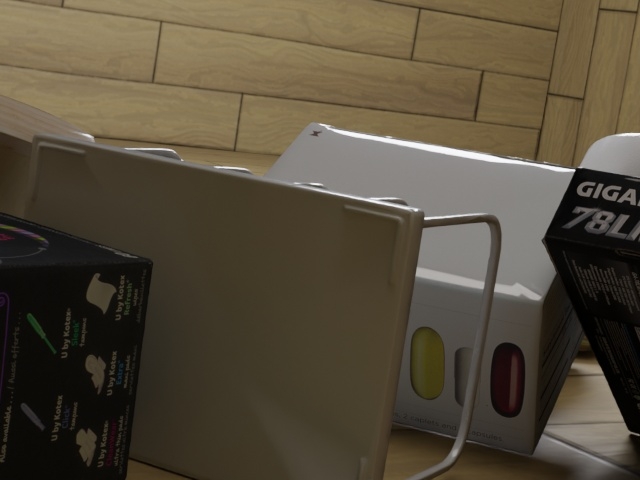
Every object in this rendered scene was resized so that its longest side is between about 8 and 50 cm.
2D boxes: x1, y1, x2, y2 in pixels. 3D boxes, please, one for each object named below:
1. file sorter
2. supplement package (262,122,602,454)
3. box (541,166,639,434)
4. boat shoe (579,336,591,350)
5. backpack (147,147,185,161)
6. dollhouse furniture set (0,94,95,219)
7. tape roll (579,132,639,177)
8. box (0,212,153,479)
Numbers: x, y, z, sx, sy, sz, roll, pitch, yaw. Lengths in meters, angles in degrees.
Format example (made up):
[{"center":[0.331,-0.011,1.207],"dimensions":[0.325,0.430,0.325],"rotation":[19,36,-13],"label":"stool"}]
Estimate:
[{"center":[-0.043,0.047,0.939],"dimensions":[0.278,0.193,0.173],"rotation":[13,8,26],"label":"file sorter"},{"center":[0.075,0.029,1.126],"dimensions":[0.262,0.145,0.204],"rotation":[11,34,20],"label":"supplement package"},{"center":[0.335,0.081,0.995],"dimensions":[0.293,0.073,0.295],"rotation":[11,-29,33],"label":"box"},{"center":[0.276,0.097,1.526],"dimensions":[0.056,0.048,0.153],"rotation":[21,14,0],"label":"boat shoe"},{"center":[-0.114,0.017,1.260],"dimensions":[0.173,0.158,0.117],"rotation":[20,-14,-16],"label":"backpack"},{"center":[-0.342,-0.098,1.070],"dimensions":[0.286,0.198,0.303],"rotation":[19,27,-34],"label":"dollhouse furniture set"},{"center":[0.479,0.005,1.672],"dimensions":[0.392,0.072,0.392],"rotation":[27,-13,7],"label":"tape roll"},{"center":[-0.248,0.064,0.769],"dimensions":[0.165,0.143,0.270],"rotation":[14,10,38],"label":"box"}]
